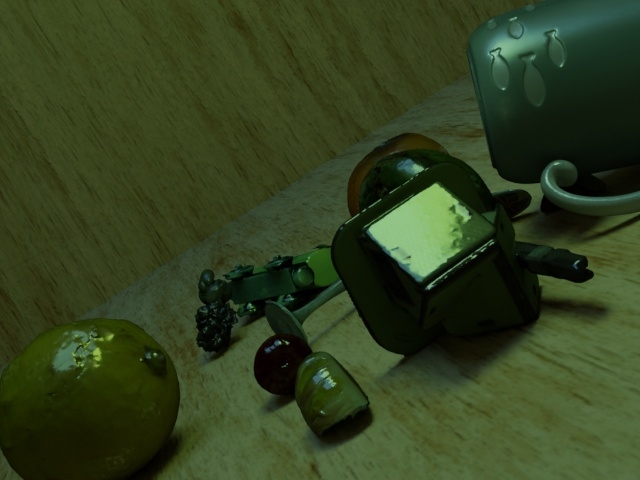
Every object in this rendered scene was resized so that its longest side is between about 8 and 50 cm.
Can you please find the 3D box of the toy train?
[{"bbox_3d":[-0.067,0.070,2.090,0.157,0.105,0.253,-22,3,-37],"label":"toy train"}]

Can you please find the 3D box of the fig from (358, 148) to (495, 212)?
[{"bbox_3d":[0.194,-0.047,1.678,0.235,0.203,0.203,-12,-2,-35],"label":"fig"}]

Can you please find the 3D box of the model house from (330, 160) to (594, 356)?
[{"bbox_3d":[0.174,0.041,1.317,0.218,0.205,0.279,-35,18,-12],"label":"model house"}]

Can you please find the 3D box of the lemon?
[{"bbox_3d":[-0.344,0.243,1.636,0.284,0.260,0.260,-8,22,30],"label":"lemon"}]

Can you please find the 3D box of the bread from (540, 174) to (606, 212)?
[{"bbox_3d":[0.364,-0.083,1.658,0.109,0.062,0.043,-18,21,45],"label":"bread"}]

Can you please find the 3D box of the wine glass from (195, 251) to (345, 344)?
[{"bbox_3d":[0.000,0.000,1.813,0.309,0.264,0.096,-36,-23,-26],"label":"wine glass"}]

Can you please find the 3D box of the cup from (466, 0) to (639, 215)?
[{"bbox_3d":[0.361,-0.176,1.545,0.275,0.259,0.356,-12,53,10],"label":"cup"}]

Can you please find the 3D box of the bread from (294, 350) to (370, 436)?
[{"bbox_3d":[0.008,0.182,1.366,0.083,0.094,0.157,-28,18,-4],"label":"bread"}]

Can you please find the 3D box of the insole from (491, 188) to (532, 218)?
[{"bbox_3d":[0.257,-0.042,1.776,0.193,0.065,0.006,-24,43,45],"label":"insole"}]

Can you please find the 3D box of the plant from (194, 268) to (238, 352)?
[{"bbox_3d":[-0.194,0.128,2.045,0.087,0.085,0.174,-27,46,25],"label":"plant"}]

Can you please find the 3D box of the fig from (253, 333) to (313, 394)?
[{"bbox_3d":[-0.052,0.180,1.597,0.089,0.089,0.125,-33,-8,-9],"label":"fig"}]

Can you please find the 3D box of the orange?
[{"bbox_3d":[0.145,-0.100,2.047,0.224,0.170,0.224,-29,10,5],"label":"orange"}]
